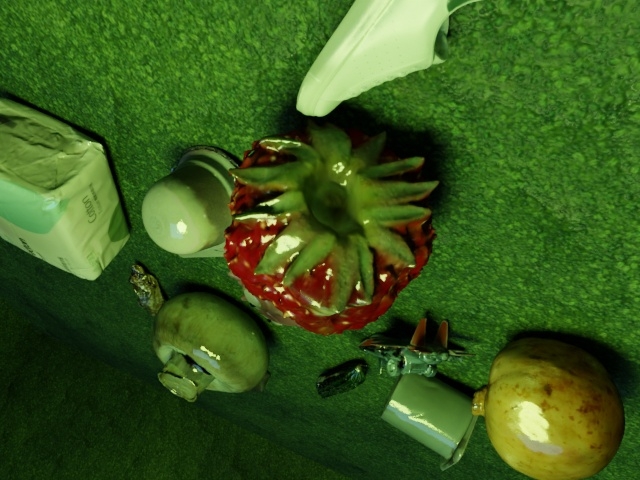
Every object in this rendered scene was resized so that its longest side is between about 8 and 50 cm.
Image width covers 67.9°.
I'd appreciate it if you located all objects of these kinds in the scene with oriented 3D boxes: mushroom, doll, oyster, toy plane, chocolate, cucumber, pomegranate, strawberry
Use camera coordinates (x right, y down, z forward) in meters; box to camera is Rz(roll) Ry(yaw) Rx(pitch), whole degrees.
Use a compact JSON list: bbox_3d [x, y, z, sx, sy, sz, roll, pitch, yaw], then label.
[{"bbox_3d":[-0.313,0.294,1.304,0.352,0.260,0.352,20,142,17],"label":"mushroom"},{"bbox_3d":[-0.105,0.118,1.053,0.211,0.093,0.262,11,147,37],"label":"doll"},{"bbox_3d":[-0.547,0.169,1.491,0.129,0.078,0.345,32,151,11],"label":"oyster"},{"bbox_3d":[0.163,0.238,1.010,0.223,0.104,0.326,9,159,-24],"label":"toy plane"},{"bbox_3d":[-0.222,-0.042,0.816,0.221,0.147,0.221,17,127,24],"label":"chocolate"},{"bbox_3d":[0.063,0.387,1.323,0.077,0.077,0.265,34,146,-9],"label":"cucumber"},{"bbox_3d":[0.376,0.281,0.800,0.248,0.248,0.248,20,147,14],"label":"pomegranate"},{"bbox_3d":[-0.001,-0.002,0.681,0.292,0.292,0.343,29,160,0],"label":"strawberry"}]

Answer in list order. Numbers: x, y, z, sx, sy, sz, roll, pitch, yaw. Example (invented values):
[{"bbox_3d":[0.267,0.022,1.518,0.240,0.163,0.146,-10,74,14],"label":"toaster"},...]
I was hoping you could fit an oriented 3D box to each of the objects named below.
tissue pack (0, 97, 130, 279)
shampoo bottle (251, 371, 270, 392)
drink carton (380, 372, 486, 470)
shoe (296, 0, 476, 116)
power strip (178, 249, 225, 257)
[{"bbox_3d":[-0.590,-0.095,1.032,0.266,0.194,0.356,25,148,3],"label":"tissue pack"},{"bbox_3d":[-0.264,0.423,1.613,0.079,0.080,0.246,3,140,32],"label":"shampoo bottle"},{"bbox_3d":[0.248,0.398,1.100,0.190,0.185,0.191,24,150,12],"label":"drink carton"},{"bbox_3d":[0.069,-0.197,0.486,0.110,0.095,0.265,33,145,-8],"label":"shoe"},{"bbox_3d":[-0.229,-0.014,0.998,0.338,0.058,0.098,-2,137,40],"label":"power strip"}]
